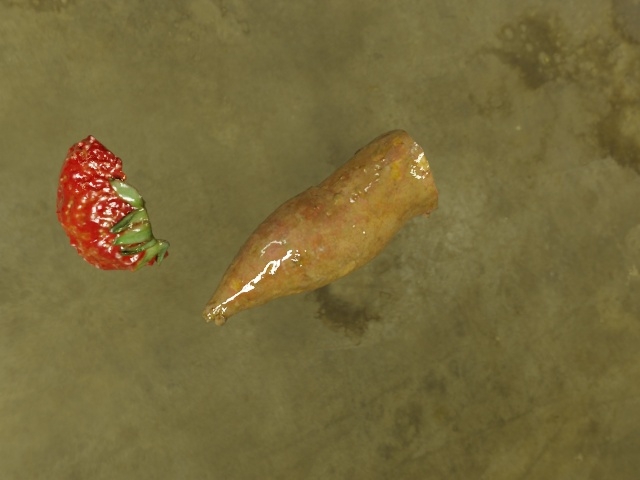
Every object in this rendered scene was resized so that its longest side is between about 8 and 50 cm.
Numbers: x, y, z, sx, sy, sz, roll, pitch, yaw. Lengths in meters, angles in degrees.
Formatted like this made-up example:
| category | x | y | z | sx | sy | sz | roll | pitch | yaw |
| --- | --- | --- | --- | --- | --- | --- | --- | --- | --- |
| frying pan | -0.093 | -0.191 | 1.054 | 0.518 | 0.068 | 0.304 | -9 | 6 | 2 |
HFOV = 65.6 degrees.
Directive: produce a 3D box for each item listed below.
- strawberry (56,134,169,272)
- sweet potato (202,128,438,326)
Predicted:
| category | x | y | z | sx | sy | sz | roll | pitch | yaw |
| --- | --- | --- | --- | --- | --- | --- | --- | --- | --- |
| strawberry | -0.219 | -0.038 | 0.497 | 0.082 | 0.187 | 0.146 | -23 | 124 | -23 |
| sweet potato | -0.002 | -0.002 | 0.621 | 0.337 | 0.131 | 0.131 | -37 | 100 | -16 |
